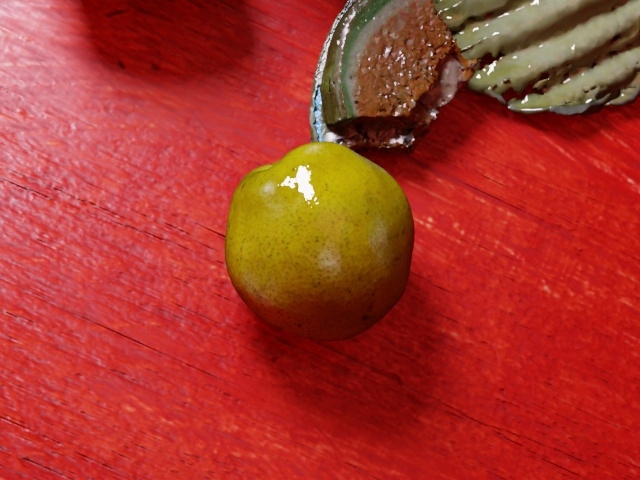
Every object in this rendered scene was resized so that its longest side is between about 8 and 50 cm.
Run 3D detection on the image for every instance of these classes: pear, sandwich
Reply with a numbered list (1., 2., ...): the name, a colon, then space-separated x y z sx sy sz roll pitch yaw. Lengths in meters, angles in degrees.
1. pear: -0.001 0.000 1.525 0.198 0.198 0.198 3 75 -11
2. sandwich: 0.065 -0.179 1.622 0.159 0.079 0.235 39 80 4

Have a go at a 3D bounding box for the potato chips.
1. potato chips: 0.303 -0.330 1.696 0.389 0.097 0.373 -6 103 -16
